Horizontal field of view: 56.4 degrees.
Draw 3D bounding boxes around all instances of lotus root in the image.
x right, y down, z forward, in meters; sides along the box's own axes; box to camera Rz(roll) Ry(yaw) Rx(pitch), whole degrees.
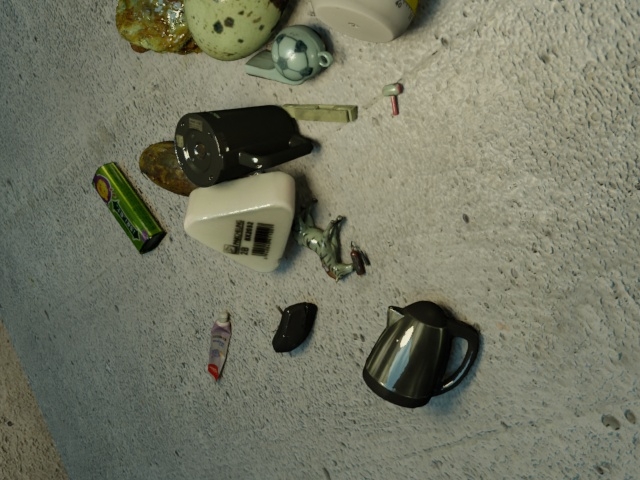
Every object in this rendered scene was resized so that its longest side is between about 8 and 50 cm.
[{"bbox_3d":[-0.425,-0.227,1.943,0.397,0.196,0.179,14,116,28],"label":"lotus root"}]

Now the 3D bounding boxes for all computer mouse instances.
[{"bbox_3d":[-0.083,0.286,1.900,0.073,0.122,0.217,41,125,32],"label":"computer mouse"}]

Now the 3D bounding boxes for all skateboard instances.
[{"bbox_3d":[-0.144,0.266,1.993,0.064,0.032,0.083,50,123,24],"label":"skateboard"}]

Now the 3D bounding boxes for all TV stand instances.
[{"bbox_3d":[-0.011,-0.367,1.716,0.249,0.042,0.036,11,129,33],"label":"TV stand"}]

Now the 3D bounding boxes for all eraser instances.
[{"bbox_3d":[-0.201,-0.040,1.786,0.331,0.331,0.150,-34,42,36],"label":"eraser"}]

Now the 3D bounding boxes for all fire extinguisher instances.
[{"bbox_3d":[0.114,0.052,1.750,0.046,0.032,0.100,-4,112,42],"label":"fire extinguisher"}]

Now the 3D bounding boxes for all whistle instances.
[{"bbox_3d":[-0.089,-0.522,1.655,0.289,0.163,0.164,20,114,27],"label":"whistle"}]

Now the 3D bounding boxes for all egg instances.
[{"bbox_3d":[-0.231,-0.676,1.624,0.287,0.287,0.379,46,123,15],"label":"egg"}]

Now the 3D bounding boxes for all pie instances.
[{"bbox_3d":[-0.468,-0.784,1.826,0.395,0.180,0.418,15,104,31],"label":"pie"}]

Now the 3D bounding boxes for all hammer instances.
[{"bbox_3d":[0.193,-0.373,1.584,0.052,0.031,0.083,1,110,37],"label":"hammer"}]

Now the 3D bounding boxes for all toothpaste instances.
[{"bbox_3d":[-0.373,0.387,2.170,0.075,0.048,0.301,25,118,22],"label":"toothpaste"}]

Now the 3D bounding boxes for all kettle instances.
[{"bbox_3d":[0.268,0.296,1.620,0.250,0.207,0.271,30,110,32],"label":"kettle"},{"bbox_3d":[-0.213,-0.286,1.689,0.262,0.308,0.203,-10,99,46],"label":"kettle"}]

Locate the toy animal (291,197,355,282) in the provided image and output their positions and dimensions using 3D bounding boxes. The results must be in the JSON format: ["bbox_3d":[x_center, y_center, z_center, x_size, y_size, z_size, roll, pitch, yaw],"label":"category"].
[{"bbox_3d":[0.011,-0.009,1.775,0.255,0.090,0.170,50,128,16],"label":"toy animal"}]

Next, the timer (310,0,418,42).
[{"bbox_3d":[0.124,-0.642,1.430,0.285,0.285,0.285,10,109,32],"label":"timer"}]

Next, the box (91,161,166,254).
[{"bbox_3d":[-0.715,-0.120,2.228,0.345,0.097,0.134,52,133,11],"label":"box"}]
